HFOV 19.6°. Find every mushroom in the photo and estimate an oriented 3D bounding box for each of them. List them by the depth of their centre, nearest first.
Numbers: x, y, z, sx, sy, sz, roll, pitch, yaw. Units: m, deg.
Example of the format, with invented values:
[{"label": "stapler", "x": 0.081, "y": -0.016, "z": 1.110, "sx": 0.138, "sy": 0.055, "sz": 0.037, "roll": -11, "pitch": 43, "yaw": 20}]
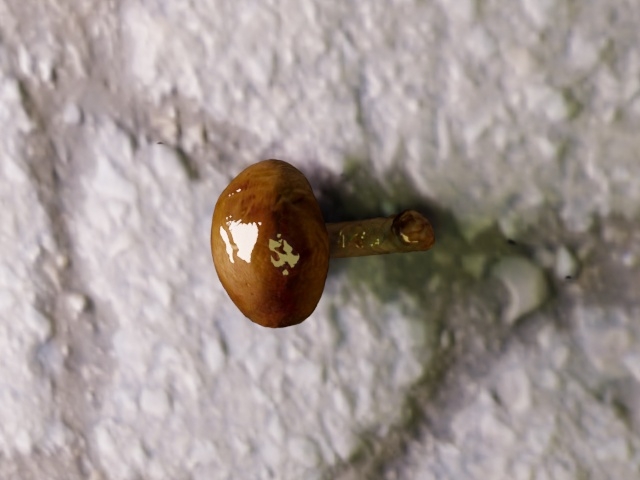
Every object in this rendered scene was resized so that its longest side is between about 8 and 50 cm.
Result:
[{"label": "mushroom", "x": -0.007, "y": -0.002, "z": 0.970, "sx": 0.129, "sy": 0.073, "sz": 0.088, "roll": -10, "pitch": 76, "yaw": 27}]
